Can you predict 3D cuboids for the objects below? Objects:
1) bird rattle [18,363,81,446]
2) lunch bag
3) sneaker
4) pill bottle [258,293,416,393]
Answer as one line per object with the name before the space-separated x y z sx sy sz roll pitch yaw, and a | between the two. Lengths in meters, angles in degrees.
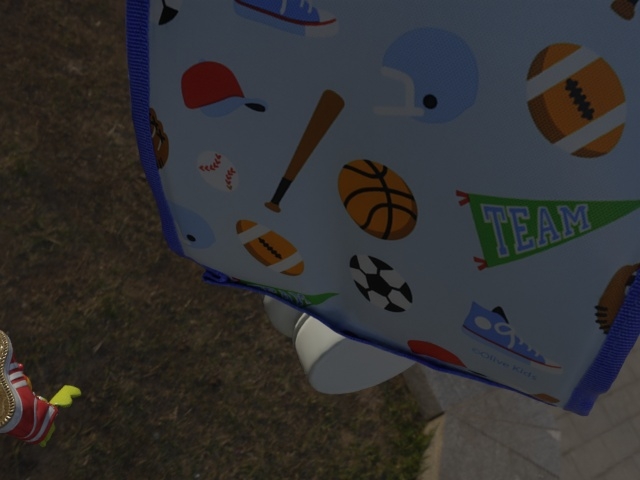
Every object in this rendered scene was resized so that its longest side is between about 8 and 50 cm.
bird rattle | -0.683 0.343 1.469 0.253 0.207 0.143 44 63 -41
lunch bag | 0.069 -0.110 0.407 0.328 0.385 0.239 19 24 19
sneaker | -0.289 0.141 0.627 0.118 0.042 0.067 54 -3 41
pill bottle | 0.000 0.000 0.865 0.204 0.204 0.361 3 47 -36
